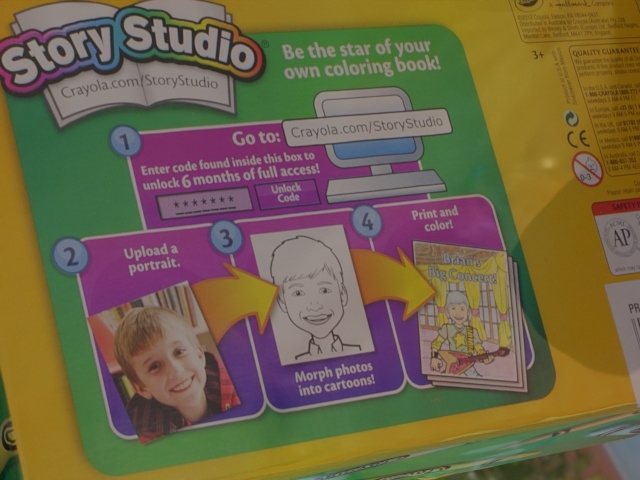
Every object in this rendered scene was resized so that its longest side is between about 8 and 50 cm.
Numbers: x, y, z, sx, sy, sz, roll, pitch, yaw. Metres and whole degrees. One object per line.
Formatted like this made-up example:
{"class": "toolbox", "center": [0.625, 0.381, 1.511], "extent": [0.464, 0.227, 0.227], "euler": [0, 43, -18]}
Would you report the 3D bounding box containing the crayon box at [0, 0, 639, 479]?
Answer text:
{"class": "crayon box", "center": [0.000, 0.000, 0.598], "extent": [0.278, 0.165, 0.081], "euler": [-7, 165, -30]}
